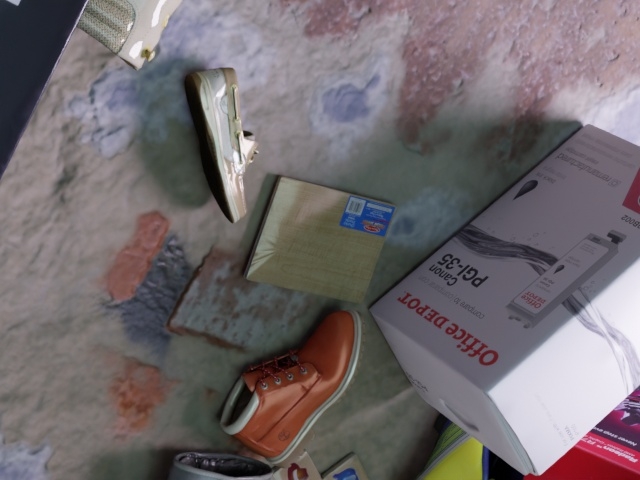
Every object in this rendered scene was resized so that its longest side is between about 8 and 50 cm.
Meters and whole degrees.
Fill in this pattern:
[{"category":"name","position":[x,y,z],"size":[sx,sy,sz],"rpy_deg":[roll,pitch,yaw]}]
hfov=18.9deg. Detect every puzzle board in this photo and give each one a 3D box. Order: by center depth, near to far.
[{"category":"puzzle board","position":[0.000,0.000,1.696],"size":[0.128,0.011,0.096],"rpy_deg":[13,102,-35]}]

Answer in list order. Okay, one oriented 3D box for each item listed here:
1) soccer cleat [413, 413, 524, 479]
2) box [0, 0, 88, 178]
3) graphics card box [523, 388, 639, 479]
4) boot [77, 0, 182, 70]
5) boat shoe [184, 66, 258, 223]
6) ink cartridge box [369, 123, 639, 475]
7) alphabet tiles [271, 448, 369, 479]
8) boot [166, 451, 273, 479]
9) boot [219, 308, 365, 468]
[{"category":"soccer cleat","position":[0.129,0.262,1.805],"size":[0.093,0.121,0.289],"rpy_deg":[25,92,-39]},{"category":"box","position":[-0.281,-0.121,1.372],"size":[0.103,0.184,0.261],"rpy_deg":[23,97,-38]},{"category":"graphics card box","position":[0.383,0.218,1.809],"size":[0.371,0.233,0.094],"rpy_deg":[-10,115,-50]},{"category":"boot","position":[-0.090,-0.220,1.498],"size":[0.262,0.095,0.203],"rpy_deg":[25,95,-34]},{"category":"boat shoe","position":[-0.075,-0.079,1.593],"size":[0.045,0.050,0.135],"rpy_deg":[-20,119,-16]},{"category":"ink cartridge box","position":[0.217,0.048,1.722],"size":[0.283,0.207,0.117],"rpy_deg":[-40,123,-11]},{"category":"alphabet tiles","position":[-0.018,0.313,1.816],"size":[0.198,0.009,0.237],"rpy_deg":[-35,123,-14]},{"category":"boot","position":[-0.143,0.287,1.684],"size":[0.189,0.076,0.208],"rpy_deg":[-1,120,-43]},{"category":"boot","position":[-0.024,0.121,1.705],"size":[0.084,0.059,0.158],"rpy_deg":[31,94,-31]}]
